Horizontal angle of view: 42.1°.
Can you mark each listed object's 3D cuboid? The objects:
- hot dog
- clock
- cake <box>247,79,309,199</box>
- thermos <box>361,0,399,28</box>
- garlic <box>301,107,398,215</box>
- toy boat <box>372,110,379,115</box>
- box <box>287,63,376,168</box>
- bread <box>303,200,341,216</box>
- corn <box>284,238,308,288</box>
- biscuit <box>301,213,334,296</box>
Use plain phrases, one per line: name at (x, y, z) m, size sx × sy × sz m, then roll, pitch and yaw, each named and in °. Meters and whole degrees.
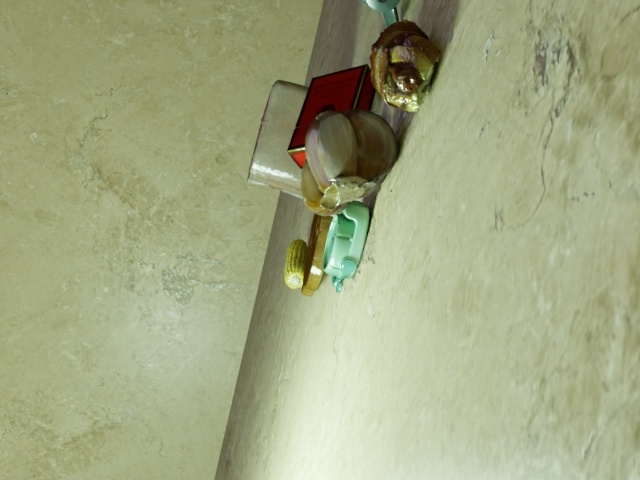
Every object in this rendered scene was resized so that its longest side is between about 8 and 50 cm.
hot dog at (0.136, -0.300, 1.425) m, size 0.213 × 0.103 × 0.146 m, roll -102°, pitch 27°, yaw -69°
clock at (0.047, 0.010, 1.687) m, size 0.148 × 0.060 × 0.189 m, roll -139°, pitch 61°, yaw -81°
cake at (-0.073, -0.290, 2.400) m, size 0.237 × 0.230 × 0.309 m, roll 171°, pitch 112°, yaw -80°
thermos at (0.131, -0.568, 1.794) m, size 0.287 × 0.144 × 0.182 m, roll -89°, pitch -18°, yaw -50°
garlic at (0.053, -0.147, 1.563) m, size 0.214 × 0.160 × 0.191 m, roll 111°, pitch 154°, yaw -64°
toy boat at (0.109, -0.204, 1.703) m, size 0.122 × 0.034 × 0.096 m, roll -95°, pitch 14°, yaw -61°
box at (0.029, -0.277, 1.856) m, size 0.074 × 0.153 × 0.240 m, roll 55°, pitch -140°, yaw -44°
bread at (0.028, -0.142, 1.899) m, size 0.191 × 0.114 × 0.132 m, roll -98°, pitch 31°, yaw -46°
corn at (-0.067, 0.064, 2.361) m, size 0.203 × 0.072 × 0.072 m, roll -87°, pitch 13°, yaw -58°
biscuit at (0.002, 0.000, 2.053) m, size 0.257 × 0.049 × 0.273 m, roll 113°, pitch 169°, yaw -63°
